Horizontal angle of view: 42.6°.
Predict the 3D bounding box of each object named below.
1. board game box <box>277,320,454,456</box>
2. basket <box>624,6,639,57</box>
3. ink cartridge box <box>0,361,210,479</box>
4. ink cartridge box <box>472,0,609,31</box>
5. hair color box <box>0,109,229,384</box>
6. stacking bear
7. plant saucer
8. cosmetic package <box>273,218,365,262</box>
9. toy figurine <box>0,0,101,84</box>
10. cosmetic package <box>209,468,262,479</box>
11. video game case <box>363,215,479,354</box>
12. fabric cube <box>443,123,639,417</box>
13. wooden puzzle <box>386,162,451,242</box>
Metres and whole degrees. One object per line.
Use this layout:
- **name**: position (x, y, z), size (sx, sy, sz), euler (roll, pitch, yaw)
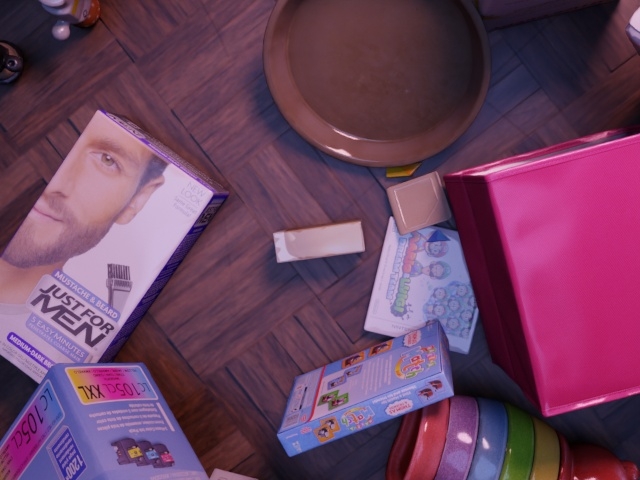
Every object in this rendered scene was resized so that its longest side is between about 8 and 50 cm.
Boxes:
- **board game box**: position (0.059, 0.180, 1.020), size (0.212, 0.160, 0.039), euler (-24, 102, 13)
- **basket**: position (0.524, -0.252, 0.812), size (0.266, 0.331, 0.328), euler (41, 111, 21)
- **ink cartridge box**: position (-0.240, 0.375, 0.964), size (0.270, 0.151, 0.395), euler (-52, 59, 23)
- **ink cartridge box**: position (0.254, -0.367, 0.910), size (0.198, 0.270, 0.197), euler (-13, 92, 6)
- **hair color box**: position (-0.295, 0.021, 1.076), size (0.185, 0.110, 0.338), euler (36, 95, 2)
- **stacking bear**: position (0.246, 0.285, 1.032), size (0.289, 0.164, 0.175), euler (16, 96, -1)
- **plant saucer**: position (0.067, -0.217, 1.000), size (0.278, 0.041, 0.277), euler (7, 125, 9)
- **cosmetic package**: position (0.000, 0.000, 1.071), size (0.115, 0.060, 0.041), euler (-8, 94, 4)
- **toy figurine**: position (-0.400, -0.326, 1.042), size (0.210, 0.148, 0.213), euler (-31, 89, 1)
- **cosmetic package**: position (-0.083, 0.413, 1.068), size (0.184, 0.151, 0.151), euler (14, 95, 3)
- **video game case**: position (0.144, 0.059, 1.084), size (0.143, 0.019, 0.157), euler (13, 96, 4)
- **fabric cube**: position (0.311, 0.016, 0.939), size (0.254, 0.259, 0.258), euler (-16, 95, 0)
- **wooden puzzle**: position (0.127, -0.048, 1.061), size (0.079, 0.014, 0.116), euler (-13, 75, 18)
